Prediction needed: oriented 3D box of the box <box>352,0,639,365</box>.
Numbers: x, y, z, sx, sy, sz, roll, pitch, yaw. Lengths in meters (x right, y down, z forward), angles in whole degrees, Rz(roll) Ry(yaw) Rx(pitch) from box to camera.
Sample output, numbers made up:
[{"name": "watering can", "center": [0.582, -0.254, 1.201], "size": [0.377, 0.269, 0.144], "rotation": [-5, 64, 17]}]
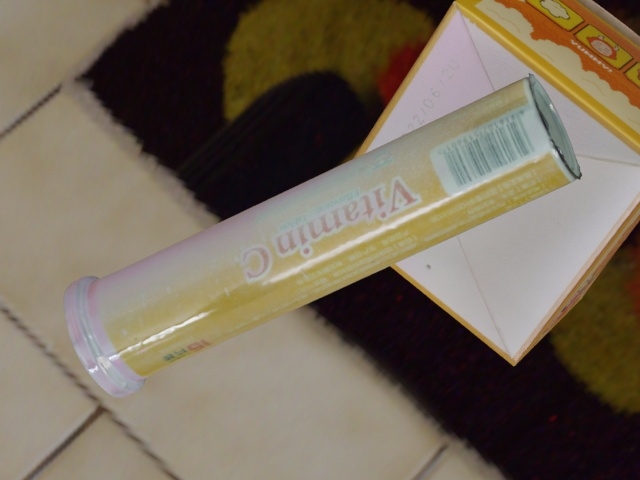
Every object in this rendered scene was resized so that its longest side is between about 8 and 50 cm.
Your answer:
[{"name": "box", "center": [0.203, -0.082, 1.818], "size": [0.259, 0.283, 0.214], "rotation": [39, 35, 9]}]

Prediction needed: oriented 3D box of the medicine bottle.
[{"name": "medicine bottle", "center": [0.000, 0.000, 1.463], "size": [0.426, 0.108, 0.108], "rotation": [-24, 73, 16]}]
